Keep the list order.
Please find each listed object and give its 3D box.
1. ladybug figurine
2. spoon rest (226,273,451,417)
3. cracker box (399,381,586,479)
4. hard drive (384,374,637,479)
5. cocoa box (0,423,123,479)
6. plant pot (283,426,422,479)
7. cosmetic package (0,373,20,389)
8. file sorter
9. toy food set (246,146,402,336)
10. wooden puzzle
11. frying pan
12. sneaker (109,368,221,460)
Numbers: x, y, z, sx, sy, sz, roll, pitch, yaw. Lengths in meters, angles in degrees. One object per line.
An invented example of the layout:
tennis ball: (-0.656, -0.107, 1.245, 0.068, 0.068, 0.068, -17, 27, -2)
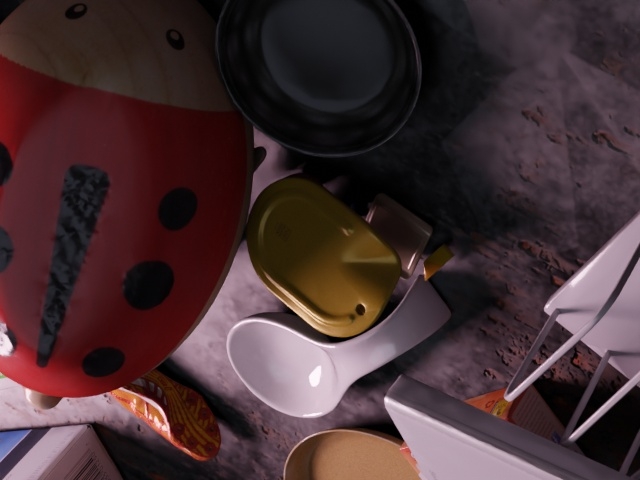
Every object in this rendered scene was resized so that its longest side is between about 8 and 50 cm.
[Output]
ladybug figurine: (-0.222, -0.035, 1.742, 0.305, 0.162, 0.449, 11, 107, -3)
spoon rest: (0.007, 0.114, 1.883, 0.276, 0.084, 0.137, -25, 109, 42)
cracker box: (0.212, 0.267, 1.886, 0.156, 0.067, 0.232, -24, 110, 43)
hard drive: (0.215, 0.244, 1.694, 0.307, 0.040, 0.203, 21, 153, 39)
cocoa box: (-0.346, 0.435, 2.261, 0.228, 0.231, 0.347, -9, 119, 38)
plant pot: (0.070, 0.294, 2.025, 0.236, 0.032, 0.236, 17, 131, 21)
cosmetic package: (-0.354, -0.034, 1.945, 0.197, 0.155, 0.365, -15, 117, 43)
file sorter: (0.333, 0.137, 1.629, 0.278, 0.173, 0.193, 39, 135, 0)
toy food set: (0.000, 0.000, 1.798, 0.218, 0.071, 0.128, 41, 119, 24)
wooden puzzle: (0.074, -0.004, 1.791, 0.116, 0.014, 0.078, 40, 133, 8)
frying pan: (0.007, -0.223, 1.629, 0.197, 0.053, 0.326, 15, 122, 11)
sneaker: (-0.184, 0.188, 2.094, 0.175, 0.064, 0.067, 42, 156, 4)
